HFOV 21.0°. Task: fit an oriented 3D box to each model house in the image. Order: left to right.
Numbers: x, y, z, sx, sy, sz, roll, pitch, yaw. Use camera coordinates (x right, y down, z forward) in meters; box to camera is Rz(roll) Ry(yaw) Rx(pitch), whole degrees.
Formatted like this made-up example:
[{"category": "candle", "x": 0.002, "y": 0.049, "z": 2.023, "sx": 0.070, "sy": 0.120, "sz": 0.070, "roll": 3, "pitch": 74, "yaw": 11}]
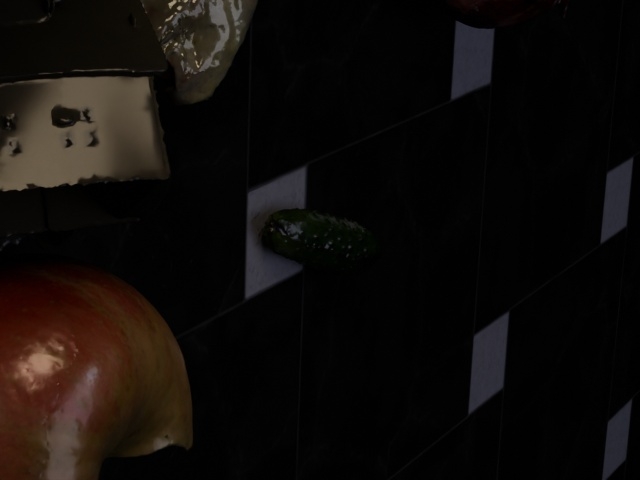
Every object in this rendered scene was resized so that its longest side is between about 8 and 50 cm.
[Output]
[{"category": "model house", "x": -0.238, "y": -0.126, "z": 1.304, "sx": 0.204, "sy": 0.211, "sz": 0.243, "roll": 139, "pitch": -59, "yaw": -67}]

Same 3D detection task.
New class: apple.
[{"category": "apple", "x": -0.241, "y": 0.094, "z": 1.312, "sx": 0.293, "sy": 0.251, "sz": 0.163, "roll": -12, "pitch": 103, "yaw": -64}]

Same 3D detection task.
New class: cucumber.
[{"category": "cucumber", "x": 0.000, "y": 0.000, "z": 1.895, "sx": 0.227, "sy": 0.069, "sz": 0.069, "roll": 16, "pitch": 86, "yaw": -58}]

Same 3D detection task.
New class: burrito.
[{"category": "burrito", "x": -0.099, "y": -0.282, "z": 1.513, "sx": 0.175, "sy": 0.107, "sz": 0.348, "roll": 41, "pitch": 67, "yaw": -31}]

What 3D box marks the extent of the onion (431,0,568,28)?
[{"category": "onion", "x": 0.220, "y": -0.365, "z": 1.993, "sx": 0.281, "sy": 0.221, "sz": 0.281, "roll": 0, "pitch": 90, "yaw": -46}]
